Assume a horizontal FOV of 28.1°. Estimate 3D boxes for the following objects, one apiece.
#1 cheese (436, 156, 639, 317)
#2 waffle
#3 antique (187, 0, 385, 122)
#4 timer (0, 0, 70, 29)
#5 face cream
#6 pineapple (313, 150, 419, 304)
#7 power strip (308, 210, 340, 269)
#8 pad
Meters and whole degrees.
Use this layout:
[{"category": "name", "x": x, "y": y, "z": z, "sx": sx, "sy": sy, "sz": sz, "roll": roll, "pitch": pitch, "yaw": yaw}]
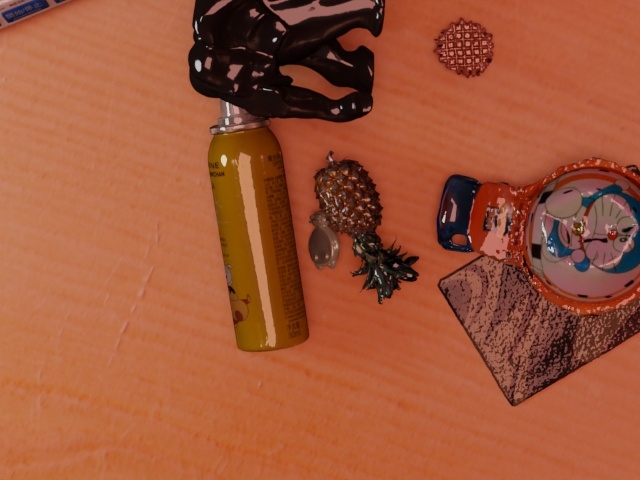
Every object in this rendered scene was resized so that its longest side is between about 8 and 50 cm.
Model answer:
[{"category": "cheese", "x": 0.322, "y": -0.012, "z": 1.745, "sx": 0.329, "sy": 0.129, "sz": 0.217, "roll": 12, "pitch": 92, "yaw": 17}, {"category": "waffle", "x": 0.199, "y": -0.266, "z": 1.765, "sx": 0.083, "sy": 0.029, "sz": 0.075, "roll": 33, "pitch": 96, "yaw": -2}, {"category": "antique", "x": -0.047, "y": -0.314, "z": 1.680, "sx": 0.255, "sy": 0.185, "sz": 0.322, "roll": 0, "pitch": 85, "yaw": -7}, {"category": "timer", "x": -0.419, "y": -0.361, "z": 1.685, "sx": 0.253, "sy": 0.178, "sz": 0.078, "roll": -20, "pitch": 68, "yaw": 2}, {"category": "face cream", "x": -0.090, "y": -0.027, "z": 1.760, "sx": 0.105, "sy": 0.105, "sz": 0.348, "roll": -8, "pitch": 98, "yaw": 1}, {"category": "pineapple", "x": 0.061, "y": -0.024, "z": 1.770, "sx": 0.083, "sy": 0.103, "sz": 0.221, "roll": -25, "pitch": 94, "yaw": 27}, {"category": "power strip", "x": 0.000, "y": 0.000, "z": 1.792, "sx": 0.055, "sy": 0.035, "sz": 0.083, "roll": -6, "pitch": 89, "yaw": 39}, {"category": "pad", "x": 0.358, "y": 0.066, "z": 1.820, "sx": 0.330, "sy": 0.004, "sz": 0.220, "roll": -32, "pitch": 96, "yaw": 4}]
